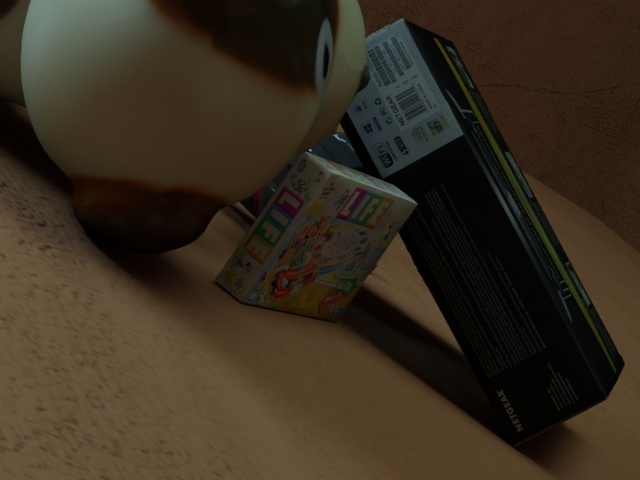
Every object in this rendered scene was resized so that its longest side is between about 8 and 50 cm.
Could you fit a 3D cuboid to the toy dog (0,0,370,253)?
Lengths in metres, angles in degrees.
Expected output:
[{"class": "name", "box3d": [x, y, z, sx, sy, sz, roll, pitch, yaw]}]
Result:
[{"class": "toy dog", "box3d": [-0.139, -0.179, 1.250, 0.395, 0.284, 0.408, 5, 27, -47]}]

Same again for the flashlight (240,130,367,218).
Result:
[{"class": "flashlight", "box3d": [-0.073, -0.106, 1.604, 0.304, 0.103, 0.103, 45, 18, 33]}]

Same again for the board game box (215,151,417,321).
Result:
[{"class": "board game box", "box3d": [0.000, 0.000, 1.336, 0.026, 0.103, 0.154, 38, 9, 23]}]

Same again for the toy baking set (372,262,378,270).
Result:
[{"class": "toy baking set", "box3d": [-0.036, -0.047, 1.750, 0.197, 0.030, 0.256, 38, 13, -15]}]

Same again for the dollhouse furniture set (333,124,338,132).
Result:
[{"class": "dollhouse furniture set", "box3d": [-0.030, -0.144, 2.354, 0.076, 0.058, 0.152, 20, -4, -34]}]

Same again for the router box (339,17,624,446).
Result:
[{"class": "router box", "box3d": [0.120, -0.010, 1.513, 0.309, 0.081, 0.243, 62, 11, 5]}]
